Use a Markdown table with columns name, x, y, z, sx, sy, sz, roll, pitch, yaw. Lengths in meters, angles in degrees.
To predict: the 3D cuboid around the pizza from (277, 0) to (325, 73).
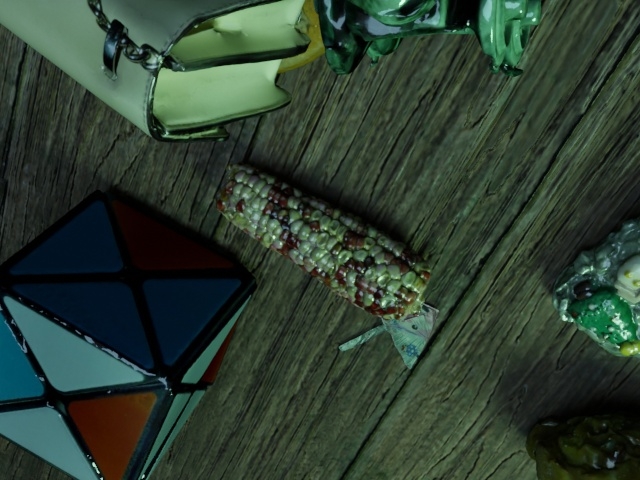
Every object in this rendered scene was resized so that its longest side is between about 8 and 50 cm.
| name | x | y | z | sx | sy | sz | roll | pitch | yaw |
| --- | --- | --- | --- | --- | --- | --- | --- | --- | --- |
| pizza | -0.054 | -0.252 | 0.847 | 0.161 | 0.062 | 0.182 | 44 | 129 | -13 |

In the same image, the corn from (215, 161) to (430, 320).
| name | x | y | z | sx | sy | sz | roll | pitch | yaw |
| --- | --- | --- | --- | --- | --- | --- | --- | --- | --- |
| corn | 0.000 | 0.000 | 0.936 | 0.281 | 0.092 | 0.092 | 30 | 123 | 6 |

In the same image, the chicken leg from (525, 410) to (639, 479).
| name | x | y | z | sx | sy | sz | roll | pitch | yaw |
| --- | --- | --- | --- | --- | --- | --- | --- | --- | --- |
| chicken leg | 0.446 | 0.331 | 0.926 | 0.429 | 0.152 | 0.201 | 28 | 136 | -4 |

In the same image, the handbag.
| name | x | y | z | sx | sy | sz | roll | pitch | yaw |
| --- | --- | --- | --- | --- | --- | --- | --- | --- | --- |
| handbag | -0.200 | -0.247 | 0.752 | 0.359 | 0.237 | 0.160 | 36 | 122 | 17 |

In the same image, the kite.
| name | x | y | z | sx | sy | sz | roll | pitch | yaw |
| --- | --- | --- | --- | --- | --- | --- | --- | --- | --- |
| kite | 0.080 | 0.106 | 1.012 | 0.153 | 0.005 | 0.137 | -20 | 106 | 29 |

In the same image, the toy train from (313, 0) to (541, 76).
| name | x | y | z | sx | sy | sz | roll | pitch | yaw |
| --- | --- | --- | --- | --- | --- | --- | --- | --- | --- |
| toy train | 0.094 | -0.252 | 0.654 | 0.167 | 0.299 | 0.238 | 4 | 104 | 17 |

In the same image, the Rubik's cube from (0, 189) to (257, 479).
| name | x | y | z | sx | sy | sz | roll | pitch | yaw |
| --- | --- | --- | --- | --- | --- | --- | --- | --- | --- |
| Rubik's cube | -0.258 | 0.126 | 1.010 | 0.247 | 0.248 | 0.250 | 29 | 124 | 5 |

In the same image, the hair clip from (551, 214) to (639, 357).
| name | x | y | z | sx | sy | sz | roll | pitch | yaw |
| --- | --- | --- | --- | --- | --- | --- | --- | --- | --- |
| hair clip | 0.372 | 0.013 | 0.800 | 0.138 | 0.091 | 0.321 | 42 | 122 | -1 |
